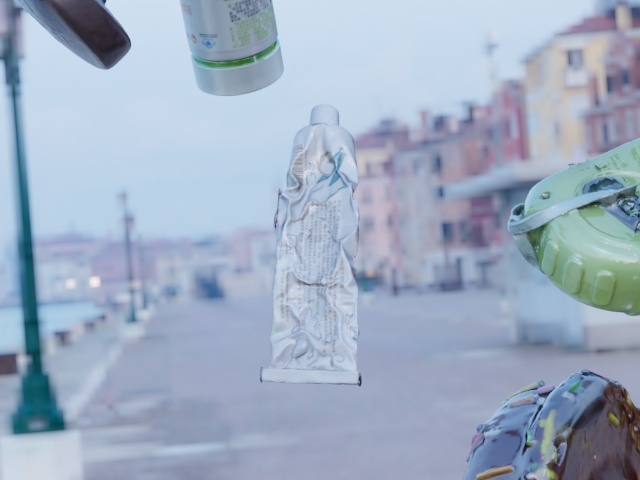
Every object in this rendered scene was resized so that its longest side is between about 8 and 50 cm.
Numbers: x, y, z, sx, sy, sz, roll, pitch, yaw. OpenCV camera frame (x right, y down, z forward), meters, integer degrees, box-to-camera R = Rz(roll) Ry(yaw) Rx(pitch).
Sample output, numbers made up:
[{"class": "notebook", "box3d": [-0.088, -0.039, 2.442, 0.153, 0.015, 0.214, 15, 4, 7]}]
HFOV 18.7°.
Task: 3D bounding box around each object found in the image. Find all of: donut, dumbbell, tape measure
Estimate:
[{"class": "donut", "box3d": [0.169, 0.206, 1.396, 0.096, 0.216, 0.230, -4, 37, 34]}, {"class": "dumbbell", "box3d": [-0.139, -0.248, 1.482, 0.140, 0.225, 0.124, 37, -9, 44]}, {"class": "tape measure", "box3d": [0.251, -0.009, 1.622, 0.177, 0.087, 0.154, -22, 50, -26]}]

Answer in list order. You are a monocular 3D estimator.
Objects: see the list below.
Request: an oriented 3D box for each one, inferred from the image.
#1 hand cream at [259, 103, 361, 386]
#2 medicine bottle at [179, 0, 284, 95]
[{"class": "hand cream", "box3d": [-0.001, -0.002, 1.595, 0.084, 0.257, 0.050, -1, -28, 11]}, {"class": "medicine bottle", "box3d": [-0.088, -0.231, 1.765, 0.086, 0.183, 0.086, -7, 29, 4]}]
